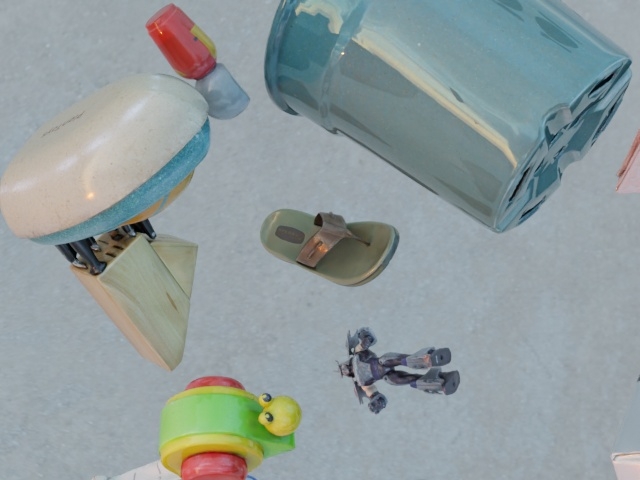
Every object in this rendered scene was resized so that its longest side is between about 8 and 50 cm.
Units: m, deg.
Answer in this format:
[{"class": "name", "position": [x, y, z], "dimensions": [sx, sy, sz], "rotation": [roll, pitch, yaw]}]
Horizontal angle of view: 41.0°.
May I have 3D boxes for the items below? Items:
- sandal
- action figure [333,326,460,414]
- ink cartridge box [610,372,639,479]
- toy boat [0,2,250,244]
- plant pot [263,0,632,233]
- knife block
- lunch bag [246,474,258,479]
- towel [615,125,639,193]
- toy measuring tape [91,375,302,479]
[{"class": "sandal", "position": [-0.002, 0.001, 1.467], "dimensions": [0.086, 0.303, 0.120], "rotation": [40, 67, -48]}, {"class": "action figure", "position": [0.139, 0.264, 1.770], "dimensions": [0.099, 0.285, 0.185], "rotation": [-33, 110, -49]}, {"class": "ink cartridge box", "position": [0.364, 0.195, 0.734], "dimensions": [0.307, 0.129, 0.223], "rotation": [-36, 110, -54]}, {"class": "toy boat", "position": [-0.181, -0.116, 0.915], "dimensions": [0.148, 0.267, 0.318], "rotation": [50, 46, -27]}, {"class": "plant pot", "position": [0.166, -0.205, 1.046], "dimensions": [0.334, 0.341, 0.341], "rotation": [41, 56, 21]}, {"class": "knife block", "position": [-0.308, 0.056, 1.265], "dimensions": [0.242, 0.088, 0.275], "rotation": [3, 99, -43]}, {"class": "lunch bag", "position": [-0.199, 0.545, 1.473], "dimensions": [0.243, 0.115, 0.303], "rotation": [5, 48, -26]}, {"class": "towel", "position": [0.751, -0.197, 1.604], "dimensions": [0.332, 0.317, 0.053], "rotation": [-4, 61, -2]}, {"class": "toy measuring tape", "position": [-0.165, 0.226, 0.933], "dimensions": [0.121, 0.330, 0.121], "rotation": [41, 36, -39]}]
